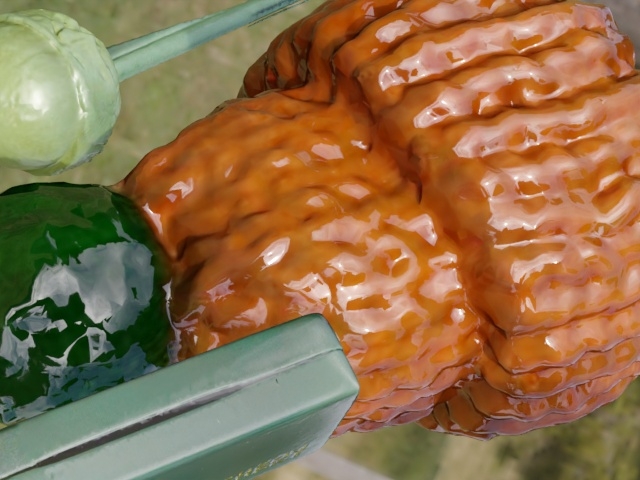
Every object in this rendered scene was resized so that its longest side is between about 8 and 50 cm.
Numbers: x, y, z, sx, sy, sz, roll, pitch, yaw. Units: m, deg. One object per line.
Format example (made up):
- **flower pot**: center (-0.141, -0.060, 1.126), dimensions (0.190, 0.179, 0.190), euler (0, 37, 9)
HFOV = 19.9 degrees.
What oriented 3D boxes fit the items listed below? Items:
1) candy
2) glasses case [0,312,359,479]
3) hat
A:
- **candy**: center (-0.099, -0.122, 1.135), dimensions (0.335, 0.093, 0.092), euler (-32, 144, -52)
- **glasses case**: center (-0.077, 0.087, 0.728), dimensions (0.184, 0.039, 0.078), euler (-20, 160, -23)
- **hat**: center (0.000, 0.000, 0.980), dimensions (0.400, 0.285, 0.285), euler (-20, 139, -38)
